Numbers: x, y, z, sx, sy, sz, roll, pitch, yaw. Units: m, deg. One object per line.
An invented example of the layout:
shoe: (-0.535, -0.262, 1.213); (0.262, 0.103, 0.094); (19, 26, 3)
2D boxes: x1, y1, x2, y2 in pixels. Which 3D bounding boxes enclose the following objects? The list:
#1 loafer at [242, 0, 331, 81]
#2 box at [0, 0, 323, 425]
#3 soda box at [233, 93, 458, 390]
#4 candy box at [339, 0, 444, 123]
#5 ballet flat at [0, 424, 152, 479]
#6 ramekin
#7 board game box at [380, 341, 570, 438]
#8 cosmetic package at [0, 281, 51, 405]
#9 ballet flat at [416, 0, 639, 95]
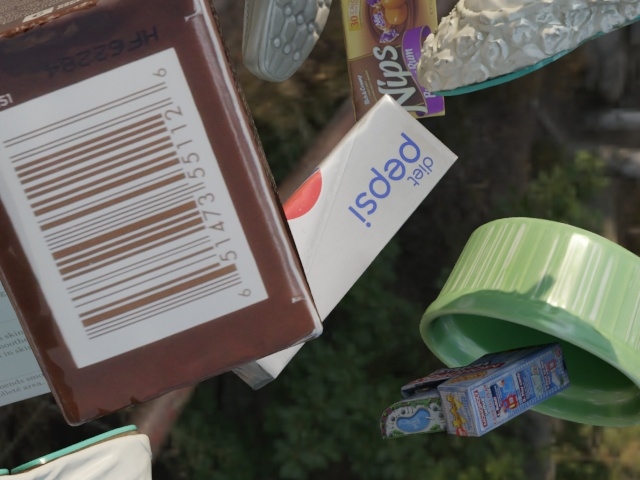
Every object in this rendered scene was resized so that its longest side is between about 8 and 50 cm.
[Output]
loafer: (-0.044, -0.346, 1.559); (0.112, 0.111, 0.319); (31, 68, -49)
box: (-0.108, -0.066, 0.742); (0.381, 0.143, 0.191); (-117, -173, -71)
soda box: (0.000, 0.000, 1.188); (0.286, 0.098, 0.091); (-49, -177, -19)
candy box: (0.083, -0.230, 1.472); (0.053, 0.109, 0.187); (-97, 179, -57)
ballet flat: (-0.353, 0.314, 1.446); (0.400, 0.139, 0.139); (-9, 99, -42)
ramekin: (0.290, 0.099, 1.574); (0.148, 0.303, 0.303); (-65, 155, -21)
board game box: (0.171, 0.183, 1.489); (0.194, 0.194, 0.060); (-17, 93, -61)
cosmetic package: (-0.476, -0.016, 1.675); (0.394, 0.329, 0.327); (71, 6, -48)
ballet flat: (0.266, -0.269, 1.229); (0.147, 0.409, 0.147); (47, 34, -46)
